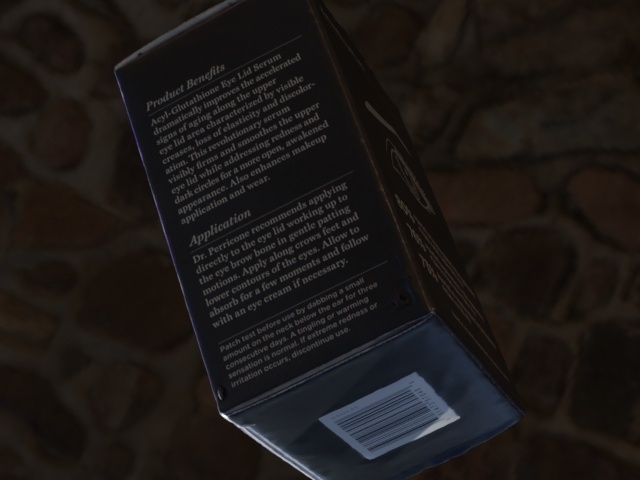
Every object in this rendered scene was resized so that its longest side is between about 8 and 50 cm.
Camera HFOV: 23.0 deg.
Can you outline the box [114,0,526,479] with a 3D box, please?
[{"bbox_3d":[0.000,0.000,0.776,0.153,0.108,0.207,47,-161,-57],"label":"box"}]
